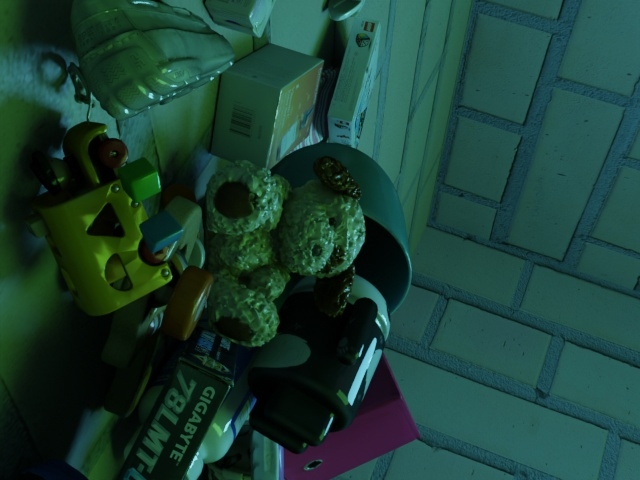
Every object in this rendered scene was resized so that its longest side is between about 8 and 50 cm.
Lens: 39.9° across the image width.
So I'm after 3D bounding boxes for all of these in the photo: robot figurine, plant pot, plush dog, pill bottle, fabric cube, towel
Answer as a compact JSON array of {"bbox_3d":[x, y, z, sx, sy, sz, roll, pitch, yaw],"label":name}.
[{"bbox_3d":[0.001,0.175,1.316,0.278,0.209,0.174,-63,141,-34],"label":"robot figurine"},{"bbox_3d":[0.010,-0.025,1.482,0.235,0.293,0.293,-81,179,-49],"label":"plant pot"},{"bbox_3d":[-0.048,-0.007,1.222,0.210,0.225,0.262,-113,-157,-65],"label":"plush dog"},{"bbox_3d":[-0.182,0.239,1.340,0.152,0.152,0.272,97,19,-46],"label":"pill bottle"},{"bbox_3d":[0.008,0.277,1.642,0.254,0.258,0.259,65,1,-57],"label":"fabric cube"},{"bbox_3d":[-0.015,-0.226,1.617,0.197,0.029,0.144,-52,157,-55],"label":"towel"}]

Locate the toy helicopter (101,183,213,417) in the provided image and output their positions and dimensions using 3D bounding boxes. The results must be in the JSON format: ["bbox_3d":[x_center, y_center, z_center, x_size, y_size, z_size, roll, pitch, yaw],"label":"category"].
[{"bbox_3d":[-0.216,0.087,1.110,0.235,0.140,0.355,-69,-178,-50],"label":"toy helicopter"}]

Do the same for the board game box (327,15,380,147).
[{"bbox_3d":[0.064,-0.277,1.692,0.305,0.053,0.193,82,23,-80],"label":"board game box"}]

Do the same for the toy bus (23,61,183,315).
[{"bbox_3d":[-0.226,-0.028,0.839,0.104,0.202,0.191,-29,156,-24],"label":"toy bus"}]

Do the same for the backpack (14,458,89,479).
[{"bbox_3d":[-0.313,0.314,1.014,0.120,0.098,0.101,-70,164,12],"label":"backpack"}]

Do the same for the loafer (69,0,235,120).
[{"bbox_3d":[-0.160,-0.195,0.867,0.111,0.112,0.319,61,7,-10],"label":"loafer"}]

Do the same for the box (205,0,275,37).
[{"bbox_3d":[-0.050,-0.414,1.102,0.063,0.067,0.324,55,54,-76],"label":"box"}]

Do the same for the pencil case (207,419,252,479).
[{"bbox_3d":[-0.171,0.548,1.838,0.183,0.159,0.410,-76,176,-51],"label":"pencil case"}]

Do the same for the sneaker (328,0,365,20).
[{"bbox_3d":[0.053,-0.419,1.562,0.152,0.053,0.061,-58,165,-45],"label":"sneaker"}]

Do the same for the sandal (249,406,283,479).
[{"bbox_3d":[-0.048,0.444,1.342,0.169,0.102,0.416,108,-23,-70],"label":"sandal"}]

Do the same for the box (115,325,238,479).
[{"bbox_3d":[-0.190,0.256,1.027,0.296,0.073,0.293,-64,-175,-2],"label":"box"}]

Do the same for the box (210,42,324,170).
[{"bbox_3d":[-0.075,-0.194,1.270,0.170,0.091,0.130,-50,156,-57],"label":"box"}]
